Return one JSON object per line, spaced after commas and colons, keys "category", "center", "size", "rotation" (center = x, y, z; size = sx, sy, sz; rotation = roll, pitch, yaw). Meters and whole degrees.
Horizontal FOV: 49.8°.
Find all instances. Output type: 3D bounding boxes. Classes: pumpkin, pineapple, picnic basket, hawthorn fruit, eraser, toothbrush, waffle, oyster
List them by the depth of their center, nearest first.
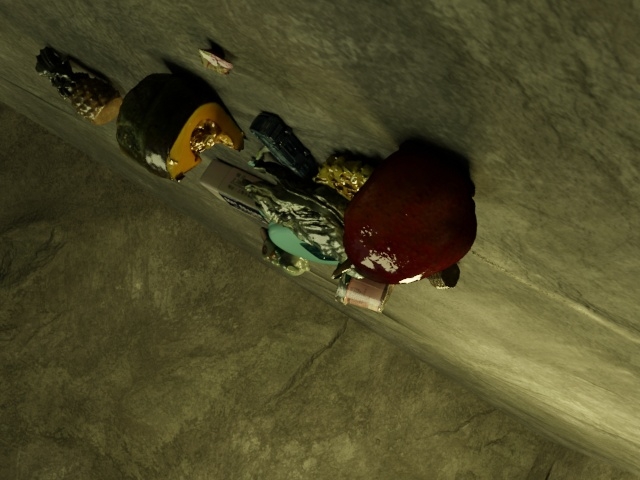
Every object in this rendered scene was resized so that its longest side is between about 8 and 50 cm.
{"category": "hawthorn fruit", "center": [0.113, -0.026, 1.008], "size": [0.190, 0.251, 0.189], "rotation": [57, 178, 3]}
{"category": "waffle", "center": [0.113, -0.074, 1.236], "size": [0.254, 0.052, 0.245], "rotation": [34, 171, -19]}
{"category": "pumpkin", "center": [-0.275, -0.198, 1.363], "size": [0.139, 0.190, 0.280], "rotation": [26, 170, 21]}
{"category": "oyster", "center": [-0.021, -0.056, 1.396], "size": [0.351, 0.162, 0.158], "rotation": [42, 131, 23]}
{"category": "picnic basket", "center": [0.249, 0.071, 1.477], "size": [0.072, 0.072, 0.083], "rotation": [36, 156, -29]}
{"category": "toothbrush", "center": [-0.124, -0.183, 1.484], "size": [0.026, 0.022, 0.263], "rotation": [21, 173, -14]}
{"category": "pineapple", "center": [-0.603, -0.383, 1.697], "size": [0.237, 0.111, 0.119], "rotation": [38, 139, 8]}
{"category": "eraser", "center": [-0.167, -0.106, 1.791], "size": [0.287, 0.086, 0.130], "rotation": [26, 169, 26]}

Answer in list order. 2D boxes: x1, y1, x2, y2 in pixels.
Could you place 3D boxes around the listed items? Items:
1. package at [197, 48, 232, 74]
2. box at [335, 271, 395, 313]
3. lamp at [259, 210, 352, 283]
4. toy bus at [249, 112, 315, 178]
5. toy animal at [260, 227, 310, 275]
{"category": "package", "center": [-0.169, -0.285, 1.100], "size": [0.059, 0.029, 0.083], "rotation": [25, -178, -11]}
{"category": "box", "center": [0.129, 0.117, 1.868], "size": [0.135, 0.151, 0.151], "rotation": [20, 168, 12]}
{"category": "lamp", "center": [0.005, -0.011, 1.571], "size": [0.284, 0.147, 0.209], "rotation": [29, 176, 40]}
{"category": "toy bus", "center": [-0.070, -0.176, 1.288], "size": [0.065, 0.047, 0.166], "rotation": [28, 171, 36]}
{"category": "toy animal", "center": [-0.141, 0.044, 2.383], "size": [0.236, 0.108, 0.138], "rotation": [22, 167, 45]}
